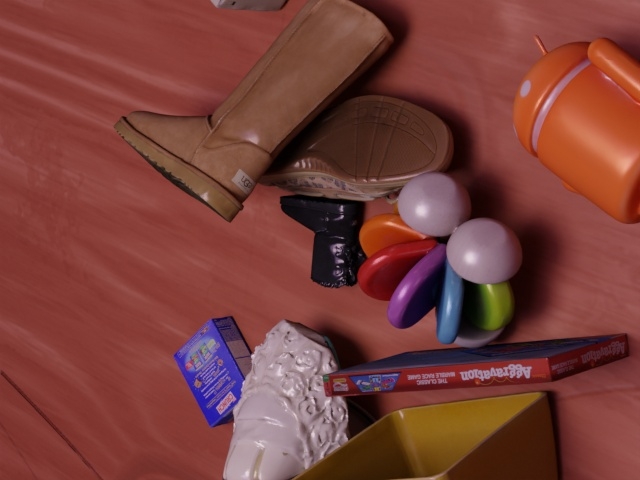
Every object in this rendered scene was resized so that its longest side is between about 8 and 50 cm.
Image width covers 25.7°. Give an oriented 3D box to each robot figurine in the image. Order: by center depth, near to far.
[{"bbox_3d":[0.269,-0.100,1.306,0.219,0.158,0.128,42,98,30],"label":"robot figurine"}]

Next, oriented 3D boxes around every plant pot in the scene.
[{"bbox_3d":[0.126,0.289,1.439,0.212,0.212,0.187,-13,99,42],"label":"plant pot"}]

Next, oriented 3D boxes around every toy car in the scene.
[{"bbox_3d":[0.112,0.033,1.429,0.182,0.136,0.159,46,150,28],"label":"toy car"}]

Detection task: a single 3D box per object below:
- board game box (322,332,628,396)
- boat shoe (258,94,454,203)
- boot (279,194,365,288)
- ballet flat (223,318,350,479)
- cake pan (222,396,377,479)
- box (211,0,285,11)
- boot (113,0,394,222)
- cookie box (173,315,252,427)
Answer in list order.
[{"bbox_3d":[0.153,0.127,1.422,0.281,0.145,0.027,-9,91,42],"label":"board game box"},{"bbox_3d":[0.035,-0.096,1.554,0.285,0.089,0.104,5,72,39],"label":"boat shoe"},{"bbox_3d":[0.000,0.000,1.614,0.121,0.045,0.099,10,105,40],"label":"boot"},{"bbox_3d":[-0.046,0.297,1.555,0.147,0.147,0.408,4,96,41],"label":"ballet flat"},{"bbox_3d":[-0.012,0.322,1.652,0.293,0.054,0.293,6,99,42],"label":"cake pan"},{"bbox_3d":[-0.135,-0.391,1.644,0.275,0.113,0.094,52,124,23],"label":"box"},{"bbox_3d":[-0.077,-0.167,1.566,0.269,0.089,0.236,-50,50,-6],"label":"boot"},{"bbox_3d":[-0.124,0.163,1.742,0.092,0.040,0.107,-43,66,36],"label":"cookie box"}]
